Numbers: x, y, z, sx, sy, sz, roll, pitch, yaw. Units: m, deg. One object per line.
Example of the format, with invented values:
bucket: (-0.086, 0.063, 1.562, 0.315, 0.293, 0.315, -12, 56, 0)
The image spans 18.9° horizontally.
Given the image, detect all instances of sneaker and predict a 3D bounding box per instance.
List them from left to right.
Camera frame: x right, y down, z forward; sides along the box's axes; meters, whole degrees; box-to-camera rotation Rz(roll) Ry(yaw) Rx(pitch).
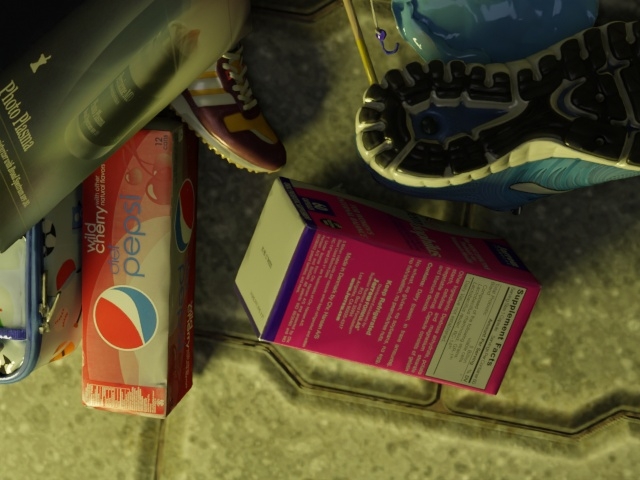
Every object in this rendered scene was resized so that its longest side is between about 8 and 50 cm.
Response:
sneaker: (-0.088, -0.139, 1.653, 0.185, 0.069, 0.084, 42, 109, -4)
sneaker: (0.188, -0.097, 1.591, 0.330, 0.147, 0.130, -4, 78, -4)

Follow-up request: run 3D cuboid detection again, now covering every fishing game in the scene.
fishing game: (0.147, -0.220, 1.603, 0.264, 0.041, 0.189, -21, 108, 10)

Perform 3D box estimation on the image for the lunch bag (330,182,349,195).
lunch bag: (0.000, 0.000, 1.682, 0.083, 0.053, 0.071, -31, 99, 7)

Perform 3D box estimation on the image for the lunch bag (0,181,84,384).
lunch bag: (-0.346, 0.006, 1.696, 0.303, 0.115, 0.243, 9, 105, 22)

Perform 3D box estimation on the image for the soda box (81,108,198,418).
soda box: (-0.160, 0.018, 1.696, 0.083, 0.092, 0.263, 6, 105, 10)

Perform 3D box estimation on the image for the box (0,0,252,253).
box: (-0.214, -0.182, 1.470, 0.183, 0.296, 0.294, 44, 78, 12)

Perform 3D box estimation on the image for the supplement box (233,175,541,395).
supplement box: (0.056, 0.039, 1.609, 0.220, 0.111, 0.114, 16, 108, -21)
